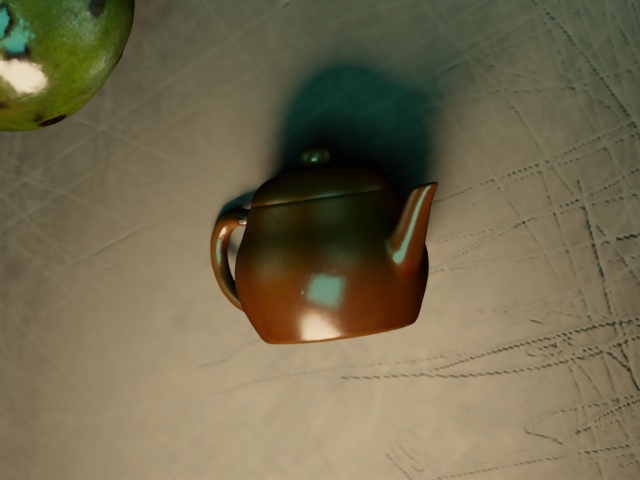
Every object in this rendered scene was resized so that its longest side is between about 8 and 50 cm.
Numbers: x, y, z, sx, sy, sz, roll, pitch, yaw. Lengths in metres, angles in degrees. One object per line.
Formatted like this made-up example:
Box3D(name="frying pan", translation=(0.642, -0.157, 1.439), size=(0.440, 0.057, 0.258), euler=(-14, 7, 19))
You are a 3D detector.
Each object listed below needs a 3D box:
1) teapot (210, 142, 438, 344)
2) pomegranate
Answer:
Box3D(name="teapot", translation=(0.000, 0.000, 0.976), size=(0.173, 0.116, 0.116), euler=(-7, 120, 42))
Box3D(name="pomegranate", translation=(-0.182, -0.110, 0.907), size=(0.169, 0.148, 0.148), euler=(-44, 108, -13))
